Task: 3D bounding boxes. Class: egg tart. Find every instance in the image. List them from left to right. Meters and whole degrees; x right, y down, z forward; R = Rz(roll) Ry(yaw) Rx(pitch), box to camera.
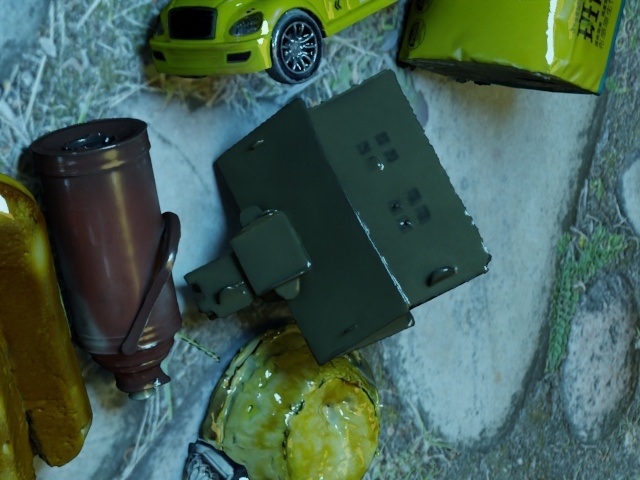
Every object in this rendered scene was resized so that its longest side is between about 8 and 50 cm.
[{"bbox_3d":[-0.012,0.178,1.423,0.212,0.090,0.212,-6,98,-44],"label":"egg tart"}]

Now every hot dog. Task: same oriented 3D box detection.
[{"bbox_3d":[-0.250,0.070,1.108,0.135,0.100,0.337,-45,148,-32],"label":"hot dog"}]

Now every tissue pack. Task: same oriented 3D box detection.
[{"bbox_3d":[0.200,-0.284,1.469,0.134,0.192,0.271,15,86,-47],"label":"tissue pack"}]

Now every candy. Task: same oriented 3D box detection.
[{"bbox_3d":[-0.133,0.284,1.324,0.051,0.094,0.226,95,17,-70],"label":"candy"}]

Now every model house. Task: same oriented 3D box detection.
[{"bbox_3d":[0.000,0.000,1.347,0.243,0.204,0.211,-27,79,0],"label":"model house"}]

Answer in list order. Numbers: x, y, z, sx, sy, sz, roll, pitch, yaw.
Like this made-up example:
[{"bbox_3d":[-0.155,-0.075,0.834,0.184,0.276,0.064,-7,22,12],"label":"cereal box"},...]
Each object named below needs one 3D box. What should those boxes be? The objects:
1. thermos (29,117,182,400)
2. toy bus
[{"bbox_3d":[-0.171,0.024,1.227,0.124,0.099,0.232,-10,111,-6],"label":"thermos"},{"bbox_3d":[-0.005,-0.246,1.303,0.331,0.145,0.151,-33,119,-40],"label":"toy bus"}]
